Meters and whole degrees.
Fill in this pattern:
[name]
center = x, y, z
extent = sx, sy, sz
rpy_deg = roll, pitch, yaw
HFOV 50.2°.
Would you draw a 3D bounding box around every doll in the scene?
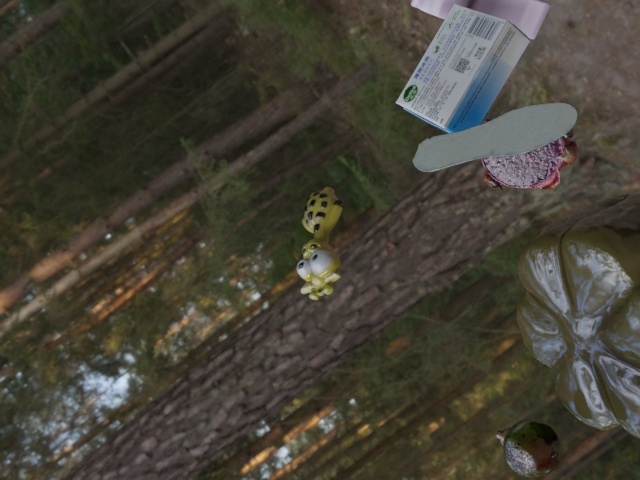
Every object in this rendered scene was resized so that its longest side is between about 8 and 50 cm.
[doll]
center = -0.001, -0.001, 1.518
extent = 0.086, 0.117, 0.291
rpy_deg = 34, -137, -34

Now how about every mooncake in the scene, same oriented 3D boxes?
[mooncake]
center = 0.597, 0.148, 1.361
extent = 0.467, 0.262, 0.467
rpy_deg = 51, 153, 38

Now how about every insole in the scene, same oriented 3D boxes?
[insole]
center = 0.204, -0.121, 0.816
extent = 0.004, 0.197, 0.065
rpy_deg = 47, -146, -52

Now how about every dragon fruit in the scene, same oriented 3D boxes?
[dragon fruit]
center = 0.266, -0.116, 0.891
extent = 0.068, 0.126, 0.112
rpy_deg = -25, -83, -67

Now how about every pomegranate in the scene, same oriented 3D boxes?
[pomegranate]
center = 0.433, 0.430, 1.411
extent = 0.130, 0.130, 0.130
rpy_deg = 53, 180, 0

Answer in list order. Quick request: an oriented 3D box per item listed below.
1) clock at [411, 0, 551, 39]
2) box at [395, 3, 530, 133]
[clock]
center = 0.328, -0.500, 1.425
extent = 0.290, 0.080, 0.275
rpy_deg = 20, -151, 3
[box]
center = 0.235, -0.280, 1.144
extent = 0.073, 0.194, 0.139
rpy_deg = 21, -166, -39
